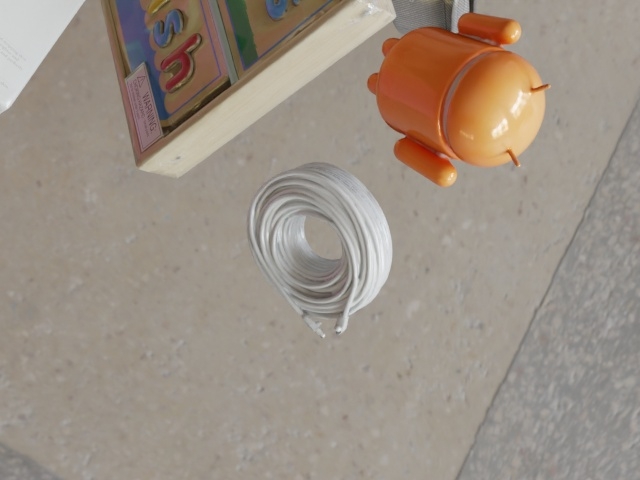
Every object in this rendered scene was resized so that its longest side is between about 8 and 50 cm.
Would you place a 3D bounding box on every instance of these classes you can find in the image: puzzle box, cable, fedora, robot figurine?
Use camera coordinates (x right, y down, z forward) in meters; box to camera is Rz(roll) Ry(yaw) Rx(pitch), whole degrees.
[{"bbox_3d":[-0.102,-0.295,0.904,0.272,0.052,0.409,-32,63,32],"label":"puzzle box"},{"bbox_3d":[0.000,0.000,1.631,0.257,0.257,0.089,44,40,11],"label":"cable"},{"bbox_3d":[0.151,-0.385,1.368,0.124,0.275,0.244,3,33,11],"label":"fedora"},{"bbox_3d":[0.147,-0.152,1.077,0.158,0.128,0.219,-39,42,-18],"label":"robot figurine"}]

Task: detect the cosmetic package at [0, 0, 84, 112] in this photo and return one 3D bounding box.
[{"bbox_3d":[-0.476,-0.373,1.475,0.156,0.217,0.385,-17,39,45],"label":"cosmetic package"}]
